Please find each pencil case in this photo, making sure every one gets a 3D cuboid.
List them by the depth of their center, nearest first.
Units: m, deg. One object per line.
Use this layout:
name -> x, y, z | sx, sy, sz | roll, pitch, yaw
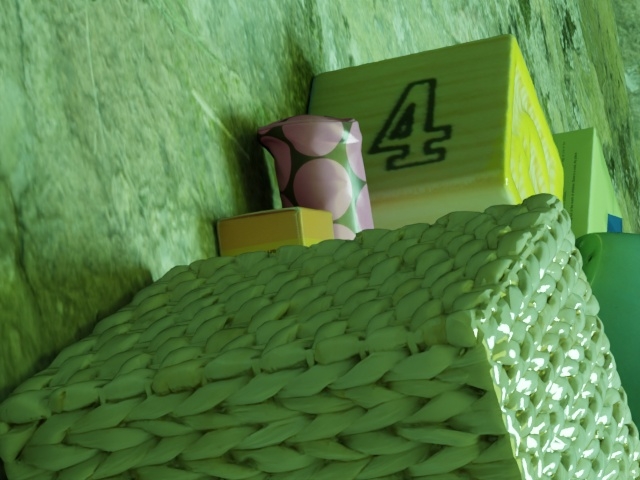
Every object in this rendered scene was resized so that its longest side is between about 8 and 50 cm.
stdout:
pencil case -> 0.000, 0.000, 1.505 | 0.095, 0.098, 0.209 | -10, 94, -51

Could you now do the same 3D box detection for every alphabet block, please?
alphabet block -> 0.105, -0.046, 1.664 | 0.192, 0.197, 0.193 | 62, 26, -44

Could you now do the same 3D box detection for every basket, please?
basket -> 0.022, 0.150, 1.131 | 0.331, 0.328, 0.267 | -40, 117, -68

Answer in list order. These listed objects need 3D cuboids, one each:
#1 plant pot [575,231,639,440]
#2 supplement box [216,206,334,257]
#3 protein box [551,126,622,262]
plant pot -> 0.299, 0.130, 1.709 | 0.235, 0.293, 0.293 | 33, 34, -10
supplement box -> -0.022, 0.094, 1.414 | 0.078, 0.080, 0.234 | 6, 78, -69
protein box -> 0.205, 0.007, 1.925 | 0.200, 0.201, 0.136 | -78, 152, -48
